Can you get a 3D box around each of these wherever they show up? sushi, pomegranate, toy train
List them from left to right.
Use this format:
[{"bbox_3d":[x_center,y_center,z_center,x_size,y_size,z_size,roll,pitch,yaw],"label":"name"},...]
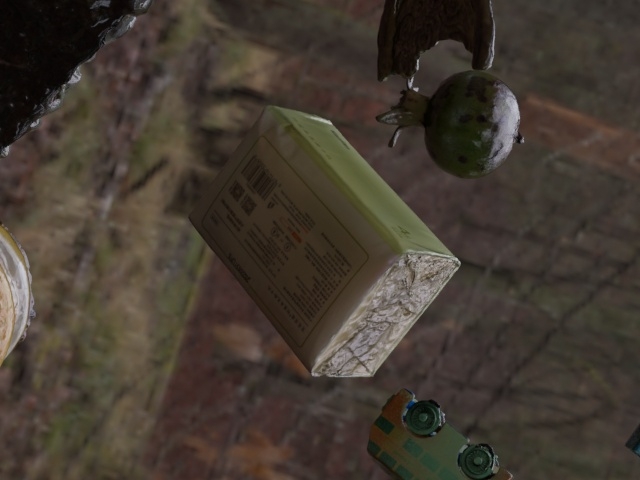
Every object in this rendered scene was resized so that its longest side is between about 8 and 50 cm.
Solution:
[{"bbox_3d":[-0.258,-0.208,1.227,0.348,0.207,0.234,-46,-158,22],"label":"sushi"},{"bbox_3d":[0.139,0.255,1.768,0.099,0.188,0.072,-49,165,-8],"label":"toy train"},{"bbox_3d":[0.179,-0.155,2.000,0.148,0.169,0.148,-30,129,-46],"label":"pomegranate"}]

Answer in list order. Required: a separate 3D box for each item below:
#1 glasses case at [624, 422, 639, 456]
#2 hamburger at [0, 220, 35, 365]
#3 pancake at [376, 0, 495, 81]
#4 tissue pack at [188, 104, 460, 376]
[{"bbox_3d":[0.533,0.181,2.027,0.301,0.117,0.070,-54,-174,-3],"label":"glasses case"},{"bbox_3d":[-0.512,0.103,1.932,0.302,0.261,0.186,-60,-173,18],"label":"hamburger"},{"bbox_3d":[0.104,-0.201,1.468,0.190,0.020,0.184,-56,-137,46],"label":"pancake"},{"bbox_3d":[0.000,0.000,1.504,0.125,0.234,0.159,11,121,-52],"label":"tissue pack"}]
